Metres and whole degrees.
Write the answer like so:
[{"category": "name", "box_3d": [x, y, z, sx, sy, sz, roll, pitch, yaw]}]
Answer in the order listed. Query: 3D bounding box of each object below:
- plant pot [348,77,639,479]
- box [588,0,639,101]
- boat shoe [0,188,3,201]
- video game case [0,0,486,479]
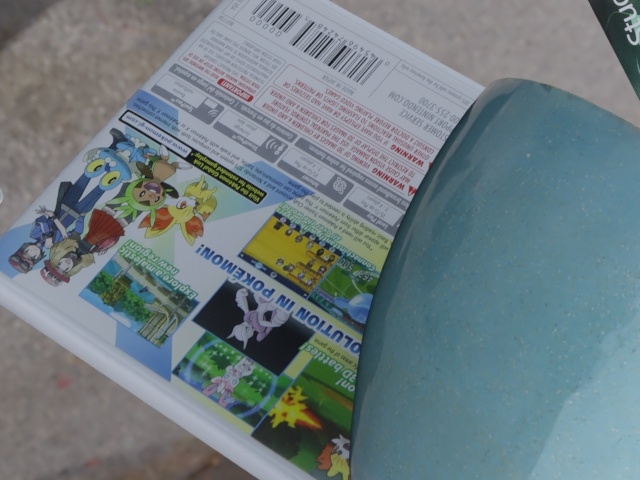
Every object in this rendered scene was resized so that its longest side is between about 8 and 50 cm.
[{"category": "plant pot", "box_3d": [0.127, 0.090, 0.913, 0.195, 0.290, 0.290, -48, 161, -7]}, {"category": "box", "box_3d": [0.279, -0.220, 1.398, 0.232, 0.322, 0.058, -33, -174, -42]}, {"category": "boat shoe", "box_3d": [-0.275, -0.041, 1.312, 0.095, 0.254, 0.079, 23, 124, -24]}, {"category": "video game case", "box_3d": [0.000, 0.000, 1.179, 0.300, 0.329, 0.036, -50, 159, -22]}]
